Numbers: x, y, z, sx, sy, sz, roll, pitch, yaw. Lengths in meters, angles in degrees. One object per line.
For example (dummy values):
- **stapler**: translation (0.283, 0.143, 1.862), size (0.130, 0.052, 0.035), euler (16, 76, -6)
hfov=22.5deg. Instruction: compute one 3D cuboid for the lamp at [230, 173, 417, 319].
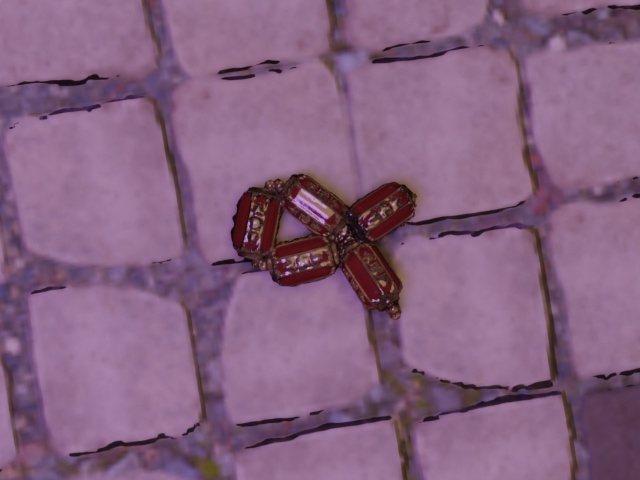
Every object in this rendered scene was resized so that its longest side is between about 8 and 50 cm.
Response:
- **lamp**: translation (0.000, 0.000, 0.740), size (0.083, 0.031, 0.063), euler (8, 84, -4)
